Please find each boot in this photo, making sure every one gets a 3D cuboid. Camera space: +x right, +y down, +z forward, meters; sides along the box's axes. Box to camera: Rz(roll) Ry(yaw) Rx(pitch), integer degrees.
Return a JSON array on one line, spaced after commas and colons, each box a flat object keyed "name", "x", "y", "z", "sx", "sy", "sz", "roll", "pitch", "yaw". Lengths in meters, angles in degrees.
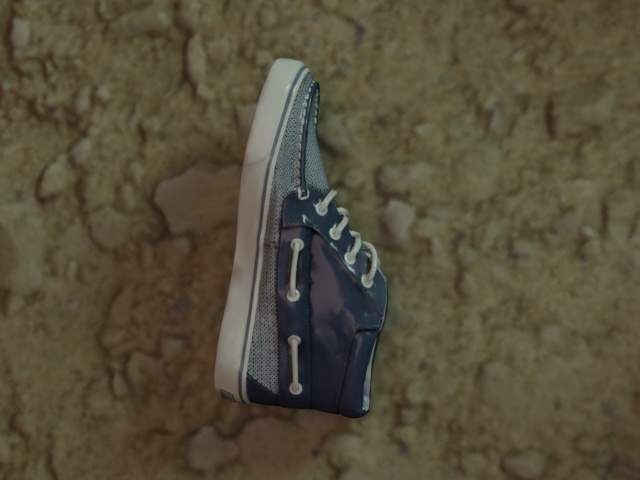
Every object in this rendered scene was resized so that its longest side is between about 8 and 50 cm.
[{"name": "boot", "x": 0.000, "y": 0.000, "z": 0.963, "sx": 0.086, "sy": 0.069, "sz": 0.190, "roll": 9, "pitch": 97, "yaw": 10}]
